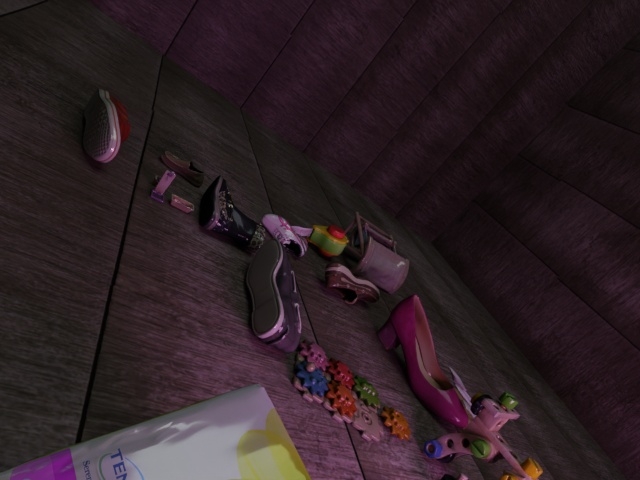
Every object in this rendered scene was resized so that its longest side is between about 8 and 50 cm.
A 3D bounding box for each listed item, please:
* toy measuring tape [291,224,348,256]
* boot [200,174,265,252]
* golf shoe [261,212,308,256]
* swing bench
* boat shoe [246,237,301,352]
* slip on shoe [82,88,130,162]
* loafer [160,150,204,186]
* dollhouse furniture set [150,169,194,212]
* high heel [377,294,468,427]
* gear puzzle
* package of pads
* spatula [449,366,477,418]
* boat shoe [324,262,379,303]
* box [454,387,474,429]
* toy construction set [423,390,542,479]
[{"bbox_3d":[0.000,0.000,1.508,0.330,0.121,0.121,4,40,-49],"label":"toy measuring tape"},{"bbox_3d":[-0.250,-0.075,1.195,0.178,0.085,0.237,33,25,-30],"label":"boot"},{"bbox_3d":[-0.119,-0.020,1.360,0.186,0.067,0.086,39,19,-6],"label":"golf shoe"},{"bbox_3d":[0.222,0.055,1.737,0.253,0.165,0.255,29,22,-35],"label":"swing bench"},{"bbox_3d":[-0.109,0.126,0.998,0.095,0.112,0.335,51,16,-33],"label":"boat shoe"},{"bbox_3d":[-0.538,-0.292,1.068,0.101,0.123,0.331,31,15,-41],"label":"slip on shoe"},{"bbox_3d":[-0.414,-0.226,1.263,0.148,0.050,0.056,37,18,-15],"label":"loafer"},{"bbox_3d":[-0.372,-0.139,1.091,0.114,0.081,0.091,30,21,-32],"label":"dollhouse furniture set"},{"bbox_3d":[0.326,0.345,1.216,0.127,0.181,0.377,1,41,-51],"label":"high heel"},{"bbox_3d":[0.085,0.351,0.938,0.338,0.044,0.175,38,18,-11],"label":"gear puzzle"},{"bbox_3d":[-0.143,0.288,0.402,0.296,0.101,0.229,-5,46,-40],"label":"package of pads"},{"bbox_3d":[0.466,0.505,1.254,0.242,0.019,0.168,50,11,-23],"label":"spatula"},{"bbox_3d":[0.102,0.169,1.379,0.257,0.095,0.095,32,54,-35],"label":"boat shoe"},{"bbox_3d":[0.434,0.524,1.300,0.201,0.021,0.164,34,19,-24],"label":"box"},{"bbox_3d":[0.419,0.486,0.917,0.308,0.237,0.257,33,5,-14],"label":"toy construction set"}]
